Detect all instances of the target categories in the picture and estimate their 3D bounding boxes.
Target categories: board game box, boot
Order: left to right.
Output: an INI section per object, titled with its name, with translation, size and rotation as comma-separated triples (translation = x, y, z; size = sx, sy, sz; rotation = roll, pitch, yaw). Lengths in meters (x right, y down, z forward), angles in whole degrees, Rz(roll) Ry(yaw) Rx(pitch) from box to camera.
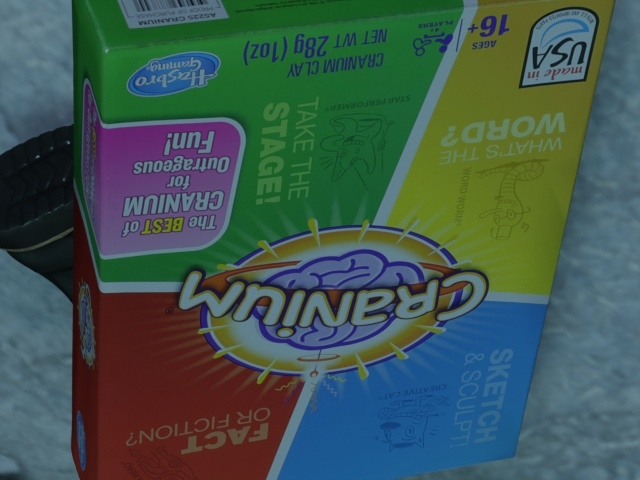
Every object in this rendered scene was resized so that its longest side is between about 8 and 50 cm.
[boot]
translation = -0.069, -0.018, 1.054
size = 0.197, 0.077, 0.137
rotation = -14, 143, 17
[board game box]
translation = 0.000, 0.000, 0.971
size = 0.242, 0.064, 0.317
rotation = -9, 134, -16
